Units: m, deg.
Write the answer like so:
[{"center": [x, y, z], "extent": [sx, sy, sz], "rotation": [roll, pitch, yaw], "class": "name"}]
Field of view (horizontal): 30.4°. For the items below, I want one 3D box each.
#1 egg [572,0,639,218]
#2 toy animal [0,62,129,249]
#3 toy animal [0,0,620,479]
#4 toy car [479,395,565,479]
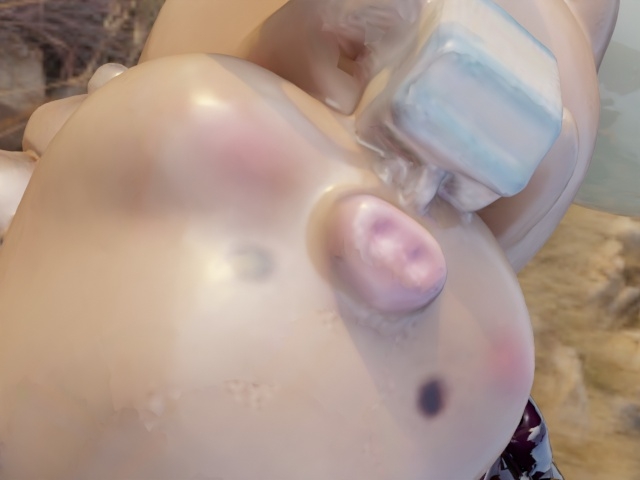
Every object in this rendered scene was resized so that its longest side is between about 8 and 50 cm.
[{"center": [0.163, -0.155, 0.620], "extent": [0.345, 0.283, 0.283], "rotation": [9, 90, -29], "class": "egg"}, {"center": [-0.248, -0.034, 1.123], "extent": [0.210, 0.229, 0.221], "rotation": [65, 25, -6], "class": "toy animal"}, {"center": [0.000, 0.001, 0.403], "extent": [0.195, 0.213, 0.256], "rotation": [40, 34, -10], "class": "toy animal"}, {"center": [0.020, 0.227, 0.726], "extent": [0.341, 0.271, 0.240], "rotation": [-64, 153, -26], "class": "toy car"}]
